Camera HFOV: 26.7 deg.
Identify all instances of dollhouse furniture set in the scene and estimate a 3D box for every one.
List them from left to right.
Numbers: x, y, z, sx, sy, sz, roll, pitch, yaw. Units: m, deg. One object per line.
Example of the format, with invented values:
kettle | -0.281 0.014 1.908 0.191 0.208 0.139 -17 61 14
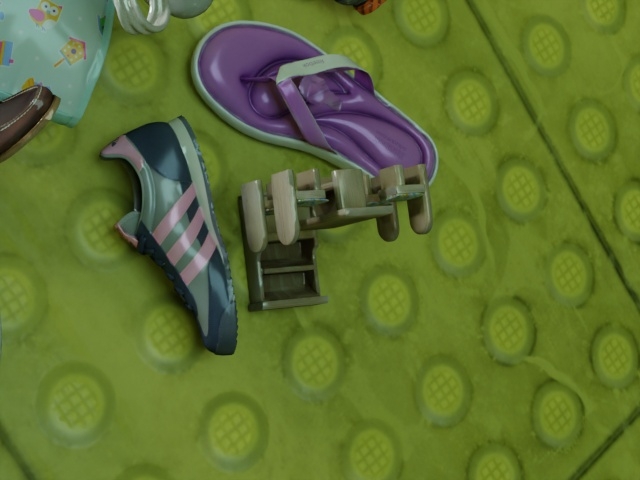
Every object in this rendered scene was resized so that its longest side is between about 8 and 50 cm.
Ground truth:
dollhouse furniture set | 0.000 0.000 1.781 0.212 0.242 0.161 -4 85 -33

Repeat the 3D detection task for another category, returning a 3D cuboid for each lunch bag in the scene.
lunch bag | -0.372 -0.281 1.641 0.223 0.160 0.262 20 66 -29

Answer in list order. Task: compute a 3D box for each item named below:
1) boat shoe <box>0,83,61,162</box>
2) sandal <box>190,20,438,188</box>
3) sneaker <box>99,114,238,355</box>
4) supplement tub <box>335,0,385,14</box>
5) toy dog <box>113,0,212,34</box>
boat shoe | -0.392 -0.125 1.579 0.073 0.207 0.073 43 31 -25
sandal | 0.015 -0.196 1.905 0.416 0.102 0.169 24 70 -27
sneaker | -0.196 0.006 1.753 0.131 0.112 0.319 -15 88 -17
supplement tub | 0.024 -0.420 1.939 0.190 0.117 0.117 40 64 -21
toy dog | -0.270 -0.391 1.577 0.220 0.161 0.333 -47 121 -53
